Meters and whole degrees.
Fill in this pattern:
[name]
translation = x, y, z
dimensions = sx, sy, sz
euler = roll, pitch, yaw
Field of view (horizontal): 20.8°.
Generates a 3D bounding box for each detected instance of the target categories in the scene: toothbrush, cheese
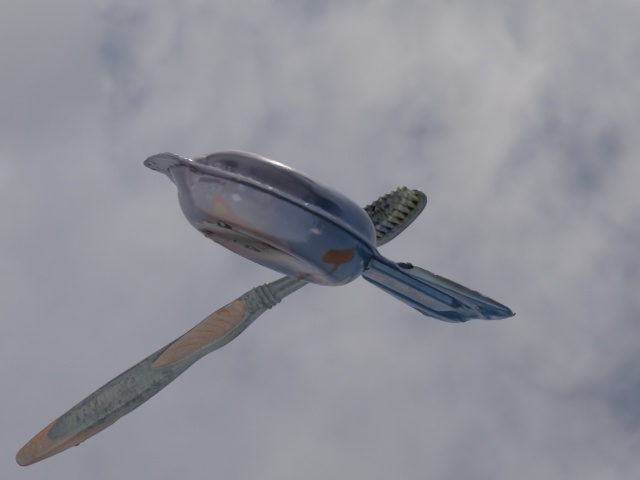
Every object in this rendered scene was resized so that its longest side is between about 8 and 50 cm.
[toothbrush]
translation = -0.079, 0.067, 1.281
dimensions = 0.375, 0.037, 0.028
euler = -34, -112, 15
[cheese]
translation = 0.000, 0.000, 1.111
dimensions = 0.052, 0.244, 0.135
euler = -67, -163, -11
